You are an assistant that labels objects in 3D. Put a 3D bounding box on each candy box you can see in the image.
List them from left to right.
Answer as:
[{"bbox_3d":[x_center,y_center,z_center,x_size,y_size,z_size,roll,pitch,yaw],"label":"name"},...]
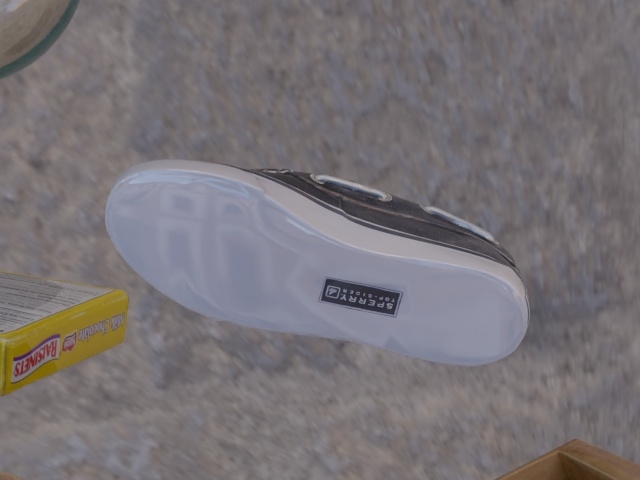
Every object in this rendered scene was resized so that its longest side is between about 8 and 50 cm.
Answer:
[{"bbox_3d":[-0.191,0.025,0.773,0.206,0.105,0.027,8,103,19],"label":"candy box"}]

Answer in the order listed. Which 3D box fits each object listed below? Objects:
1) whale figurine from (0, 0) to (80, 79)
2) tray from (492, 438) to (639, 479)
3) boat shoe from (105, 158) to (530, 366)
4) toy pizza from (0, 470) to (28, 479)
[{"bbox_3d":[-0.281,-0.189,1.248,0.272,0.141,0.216,9,78,6],"label":"whale figurine"},{"bbox_3d":[0.060,0.167,0.748,0.203,0.411,0.076,-27,89,-3],"label":"tray"},{"bbox_3d":[0.000,0.000,1.357,0.301,0.102,0.108,13,119,-7],"label":"boat shoe"},{"bbox_3d":[-0.192,0.102,0.670,0.201,0.201,0.032,-10,96,6],"label":"toy pizza"}]
